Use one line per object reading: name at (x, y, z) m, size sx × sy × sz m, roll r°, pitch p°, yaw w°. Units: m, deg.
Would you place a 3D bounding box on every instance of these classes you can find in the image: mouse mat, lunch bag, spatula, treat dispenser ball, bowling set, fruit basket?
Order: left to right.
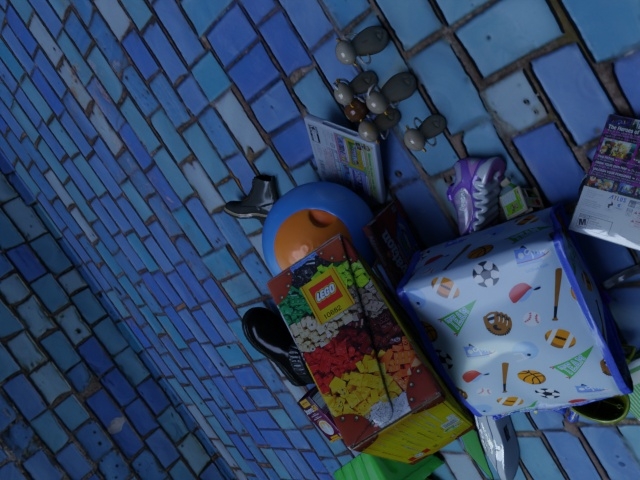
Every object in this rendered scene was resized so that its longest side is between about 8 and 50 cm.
treat dispenser ball at (0.000, 0.000, 1.420) m, size 0.288 × 0.288 × 0.288 m, roll 24°, pitch 134°, yaw 28°
bowling set at (0.105, -0.277, 1.214) m, size 0.287 × 0.154 × 0.200 m, roll 53°, pitch 140°, yaw -3°
fruit basket at (0.261, 0.829, 1.860) m, size 0.392 × 0.283 × 0.392 m, roll 29°, pitch 127°, yaw 45°
mouse mat at (0.422, 0.564, 1.618) m, size 0.189 × 0.007 × 0.152 m, roll 66°, pitch 171°, yaw -20°
lunch bag at (0.388, 0.167, 1.144) m, size 0.328 × 0.239 × 0.385 m, roll -22°, pitch 103°, yaw 31°
spatula at (0.598, 0.065, 1.115) m, size 0.084 × 0.030 × 0.296 m, roll 53°, pitch 141°, yaw 0°

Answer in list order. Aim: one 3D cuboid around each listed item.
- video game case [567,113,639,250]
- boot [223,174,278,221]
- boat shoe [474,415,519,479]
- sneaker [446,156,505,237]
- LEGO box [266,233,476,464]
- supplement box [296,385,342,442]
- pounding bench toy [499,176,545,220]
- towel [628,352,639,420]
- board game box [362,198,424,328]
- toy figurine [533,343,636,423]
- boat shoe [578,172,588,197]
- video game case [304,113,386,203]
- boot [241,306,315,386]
video game case at (0.562, -0.081, 0.954) m, size 0.232 × 0.042 × 0.210 m, roll 21°, pitch 101°, yaw 30°
boot at (-0.200, -0.135, 1.681) m, size 0.198 × 0.077 × 0.137 m, roll 6°, pitch 120°, yaw 24°
boat shoe at (0.471, 0.532, 1.558) m, size 0.084 × 0.095 × 0.258 m, roll 1°, pitch 110°, yaw 47°
sneaker at (0.318, -0.078, 1.228) m, size 0.104 × 0.095 × 0.236 m, roll 26°, pitch 130°, yaw 36°
LEGO box at (0.131, 0.264, 1.267) m, size 0.372 × 0.193 × 0.500 m, roll 60°, pitch -174°, yaw 31°
supplement box at (0.022, 0.604, 2.024) m, size 0.188 × 0.081 × 0.104 m, roll 48°, pitch 140°, yaw 3°
pounding bench toy at (0.403, -0.088, 1.161) m, size 0.052 × 0.065 × 0.083 m, roll -38°, pitch 60°, yaw 51°
towel at (0.770, 0.347, 1.172) m, size 0.325 × 0.038 × 0.248 m, roll 42°, pitch 141°, yaw 7°
board game box at (0.207, 0.056, 1.382) m, size 0.027 × 0.145 × 0.281 m, roll -16°, pitch 108°, yaw 45°
toy figurine at (0.538, 0.316, 1.323) m, size 0.362 × 0.191 × 0.217 m, roll 8°, pitch 153°, yaw 42°
boat shoe at (0.567, -0.052, 1.019) m, size 0.228 × 0.076 × 0.080 m, roll 33°, pitch 137°, yaw 20°
video game case at (0.062, -0.191, 1.367) m, size 0.193 × 0.023 × 0.212 m, roll 26°, pitch 155°, yaw 26°
boot at (-0.077, 0.336, 1.866) m, size 0.348 × 0.131 × 0.260 m, roll 47°, pitch 148°, yaw -12°
